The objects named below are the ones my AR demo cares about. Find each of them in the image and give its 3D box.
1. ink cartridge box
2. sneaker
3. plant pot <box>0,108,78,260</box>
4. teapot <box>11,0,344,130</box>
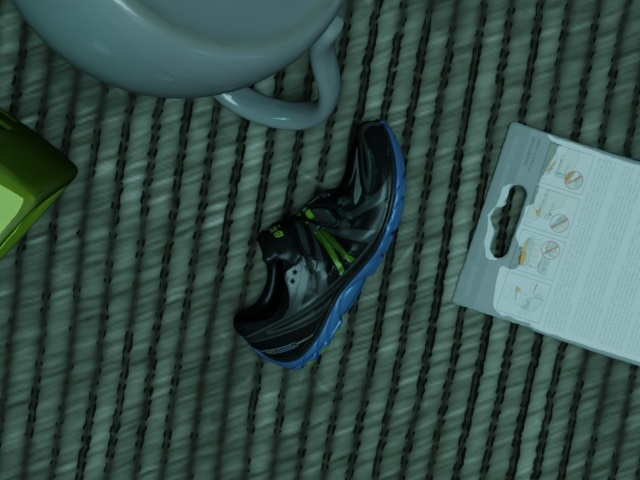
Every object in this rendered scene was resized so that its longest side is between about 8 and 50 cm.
[{"bbox_3d":[0.203,0.007,1.180,0.179,0.045,0.145,19,99,7],"label":"ink cartridge box"},{"bbox_3d":[0.000,0.000,1.124,0.078,0.067,0.188,26,99,-18],"label":"sneaker"},{"bbox_3d":[-0.308,-0.023,1.001,0.207,0.227,0.228,42,93,-7],"label":"plant pot"},{"bbox_3d":[-0.107,-0.195,1.017,0.252,0.187,0.256,-6,85,-34],"label":"teapot"}]
